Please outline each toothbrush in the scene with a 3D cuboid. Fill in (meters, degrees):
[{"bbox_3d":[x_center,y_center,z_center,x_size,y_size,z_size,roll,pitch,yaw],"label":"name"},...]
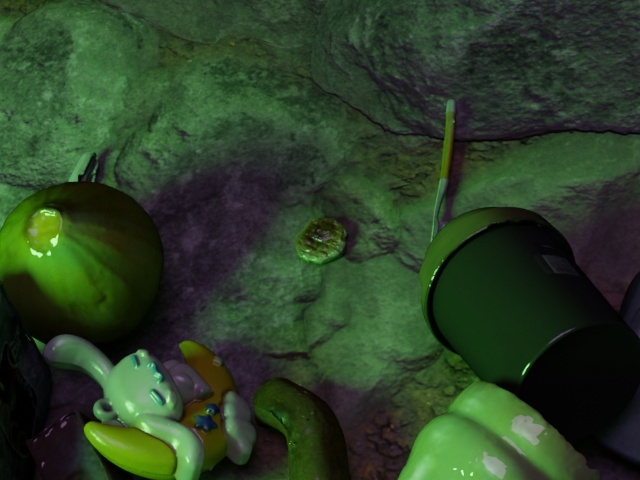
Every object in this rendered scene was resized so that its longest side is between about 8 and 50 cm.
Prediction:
[{"bbox_3d":[0.189,-0.106,1.991,0.024,0.021,0.288,8,52,3],"label":"toothbrush"}]

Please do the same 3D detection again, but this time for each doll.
[{"bbox_3d":[-0.207,0.209,1.712,0.237,0.111,0.252,-9,51,-33],"label":"doll"}]

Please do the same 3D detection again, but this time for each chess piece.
[{"bbox_3d":[0.093,0.376,1.484,0.442,0.234,0.234,-40,55,-17],"label":"chess piece"}]

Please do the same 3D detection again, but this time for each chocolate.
[{"bbox_3d":[-0.258,0.353,1.633,0.112,0.112,0.321,-31,52,-5],"label":"chocolate"}]

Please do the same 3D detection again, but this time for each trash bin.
[{"bbox_3d":[0.250,0.089,1.682,0.214,0.214,0.334,-23,38,-9],"label":"trash bin"}]

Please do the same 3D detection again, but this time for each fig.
[{"bbox_3d":[-0.336,0.021,1.822,0.239,0.271,0.239,-2,64,3],"label":"fig"}]

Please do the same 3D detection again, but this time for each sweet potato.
[{"bbox_3d":[-0.019,0.286,1.662,0.112,0.085,0.286,-8,46,-2],"label":"sweet potato"}]

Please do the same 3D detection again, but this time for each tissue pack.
[{"bbox_3d":[-0.442,0.251,1.661,0.122,0.259,0.361,-1,50,7],"label":"tissue pack"}]

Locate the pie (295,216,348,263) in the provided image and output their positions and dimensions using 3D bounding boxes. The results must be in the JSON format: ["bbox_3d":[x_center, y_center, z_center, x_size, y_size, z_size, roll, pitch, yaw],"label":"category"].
[{"bbox_3d":[0.000,0.000,1.939,0.084,0.020,0.084,-5,50,6],"label":"pie"}]

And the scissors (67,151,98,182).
[{"bbox_3d":[-0.384,-0.054,2.048,0.101,0.027,0.204,6,55,11],"label":"scissors"}]

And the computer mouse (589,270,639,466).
[{"bbox_3d":[0.459,0.138,1.686,0.188,0.122,0.371,12,57,20],"label":"computer mouse"}]
